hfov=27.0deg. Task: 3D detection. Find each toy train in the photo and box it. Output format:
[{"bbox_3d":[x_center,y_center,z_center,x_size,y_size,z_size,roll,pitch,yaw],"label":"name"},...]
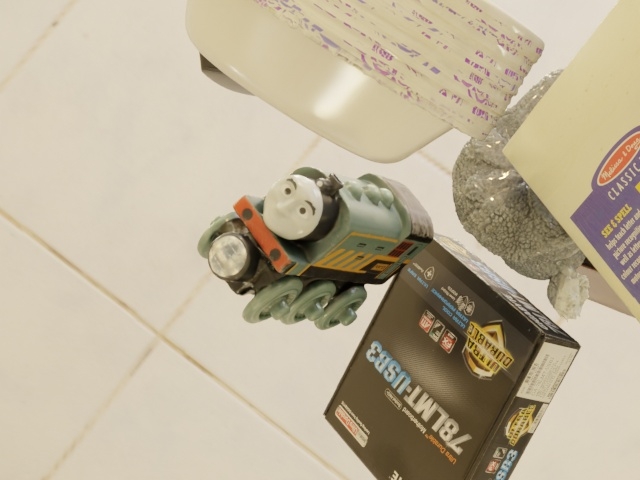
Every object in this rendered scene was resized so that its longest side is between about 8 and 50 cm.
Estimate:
[{"bbox_3d":[0.000,0.000,1.540,0.190,0.334,0.142,-42,69,16],"label":"toy train"}]

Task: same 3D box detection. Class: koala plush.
[{"bbox_3d":[0.234,-0.029,1.409,0.203,0.221,0.196,-29,64,-9],"label":"koala plush"}]

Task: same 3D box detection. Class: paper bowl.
[{"bbox_3d":[0.014,-0.164,1.004,0.284,0.284,0.148,36,100,12],"label":"paper bowl"}]

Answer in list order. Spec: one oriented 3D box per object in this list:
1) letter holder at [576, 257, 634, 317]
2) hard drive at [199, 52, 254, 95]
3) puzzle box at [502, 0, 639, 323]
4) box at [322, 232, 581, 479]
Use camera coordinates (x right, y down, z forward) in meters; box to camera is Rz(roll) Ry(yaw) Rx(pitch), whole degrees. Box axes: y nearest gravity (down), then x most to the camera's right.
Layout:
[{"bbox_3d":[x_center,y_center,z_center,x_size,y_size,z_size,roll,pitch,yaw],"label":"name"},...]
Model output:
[{"bbox_3d":[0.426,0.017,1.645,0.302,0.214,0.152,22,80,45],"label":"letter holder"},{"bbox_3d":[-0.089,-0.254,1.591,0.054,0.254,0.172,-9,88,16],"label":"hard drive"},{"bbox_3d":[0.353,-0.128,1.123,0.409,0.052,0.272,-54,56,32],"label":"puzzle box"},{"bbox_3d":[0.151,0.177,1.652,0.293,0.073,0.295,-62,36,13],"label":"box"}]
